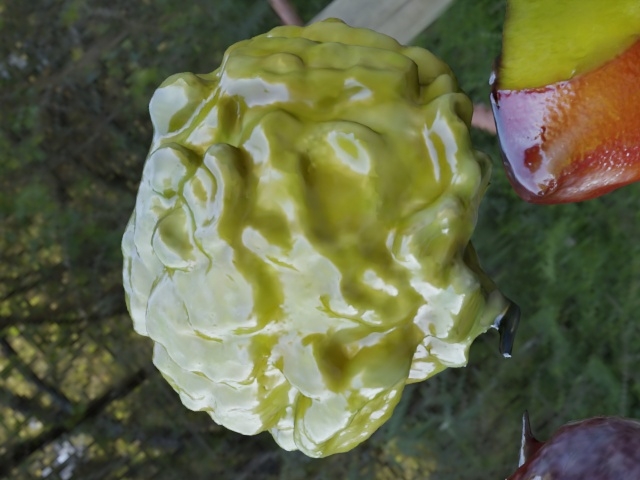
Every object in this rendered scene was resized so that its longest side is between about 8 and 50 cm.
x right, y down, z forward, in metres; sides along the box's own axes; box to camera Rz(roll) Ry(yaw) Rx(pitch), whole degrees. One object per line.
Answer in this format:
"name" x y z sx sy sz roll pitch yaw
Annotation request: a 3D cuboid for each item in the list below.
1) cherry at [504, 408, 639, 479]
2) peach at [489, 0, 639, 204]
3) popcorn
"cherry" 0.212 0.256 0.939 0.300 0.230 0.203 53 -170 30
"peach" 0.220 -0.124 0.999 0.159 0.154 0.267 57 -150 -33
"popcorn" 0.007 -0.003 0.753 0.225 0.249 0.249 4 165 16
